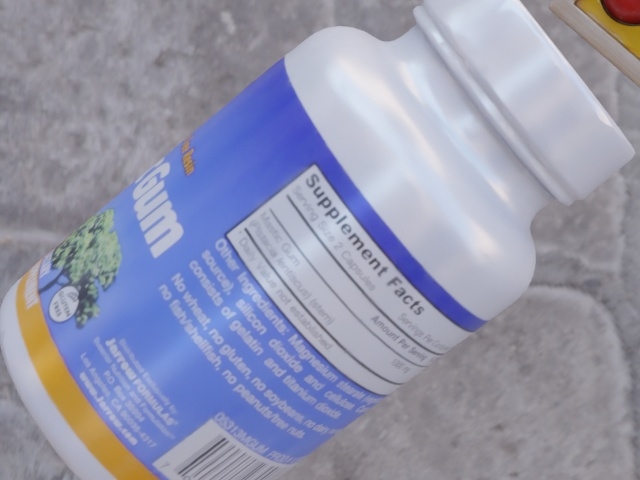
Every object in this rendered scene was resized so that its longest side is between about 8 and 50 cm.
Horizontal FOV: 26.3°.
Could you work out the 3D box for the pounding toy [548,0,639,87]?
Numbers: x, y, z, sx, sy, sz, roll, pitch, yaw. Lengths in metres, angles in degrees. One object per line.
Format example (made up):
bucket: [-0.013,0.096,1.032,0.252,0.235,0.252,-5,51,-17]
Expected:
pounding toy: [0.196,-0.144,0.688,0.130,0.141,0.100,44,26,14]

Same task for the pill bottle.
pill bottle: [0.000,0.000,0.625,0.272,0.152,0.152,-39,80,11]
